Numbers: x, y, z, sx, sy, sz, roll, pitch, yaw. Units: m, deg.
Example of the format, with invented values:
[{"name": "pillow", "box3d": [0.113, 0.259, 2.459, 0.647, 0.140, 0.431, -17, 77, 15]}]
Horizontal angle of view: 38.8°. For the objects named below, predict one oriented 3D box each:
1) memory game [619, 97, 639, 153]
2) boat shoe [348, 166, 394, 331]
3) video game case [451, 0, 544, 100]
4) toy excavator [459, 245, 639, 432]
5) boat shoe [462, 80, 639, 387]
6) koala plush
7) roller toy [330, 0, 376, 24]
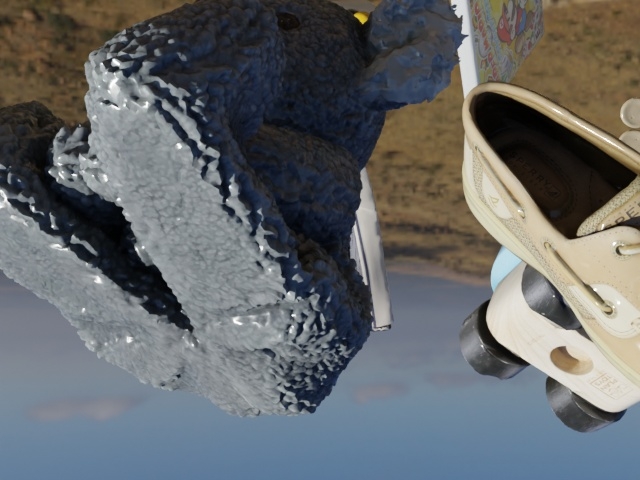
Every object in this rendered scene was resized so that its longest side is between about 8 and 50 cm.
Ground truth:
[{"name": "memory game", "box3d": [0.455, -0.133, 1.107, 0.186, 0.186, 0.012, -1, -165, 5]}, {"name": "boat shoe", "box3d": [0.000, 0.000, 1.258, 0.158, 0.340, 0.127, -13, -151, -2]}, {"name": "video game case", "box3d": [0.225, -0.300, 1.137, 0.026, 0.206, 0.227, 16, 142, 31]}, {"name": "toy excavator", "box3d": [0.474, 0.059, 1.300, 0.433, 0.445, 0.222, 32, 143, -1]}, {"name": "boat shoe", "box3d": [0.219, 0.007, 0.631, 0.341, 0.122, 0.110, 41, 168, 34]}, {"name": "koala plush", "box3d": [-0.033, -0.047, 0.472, 0.196, 0.221, 0.203, -15, 123, 40]}, {"name": "roller toy", "box3d": [0.033, -0.365, 1.748, 0.146, 0.191, 0.209, -15, -143, -41]}]
